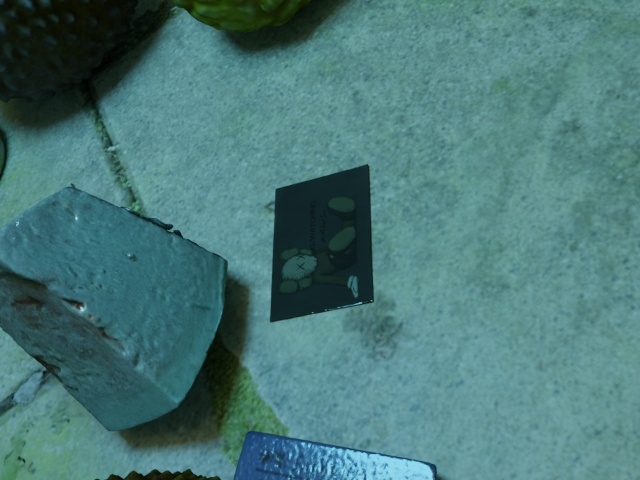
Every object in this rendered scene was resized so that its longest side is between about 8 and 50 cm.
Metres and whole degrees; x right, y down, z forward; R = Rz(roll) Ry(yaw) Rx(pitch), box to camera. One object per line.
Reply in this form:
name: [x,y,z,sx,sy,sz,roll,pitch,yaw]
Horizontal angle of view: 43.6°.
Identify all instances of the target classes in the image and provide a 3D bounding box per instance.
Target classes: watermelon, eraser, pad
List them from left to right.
watermelon: [-0.278,0.042,0.897,0.387,0.258,0.228,27,78,34]
pad: [0.000,0.000,0.940,0.127,0.004,0.190,-14,54,20]
eraser: [0.004,0.237,0.763,0.225,0.036,0.082,3,63,29]

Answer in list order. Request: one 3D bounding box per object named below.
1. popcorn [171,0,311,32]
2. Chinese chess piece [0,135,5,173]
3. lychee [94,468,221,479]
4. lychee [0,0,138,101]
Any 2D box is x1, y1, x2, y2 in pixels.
popcorn: [-0.109,-0.421,1.108,0.247,0.282,0.282,34,79,26]
Chinese chess piece: [-0.634,-0.116,1.293,0.250,0.101,0.250,-15,53,21]
lychee: [-0.125,0.310,0.647,0.267,0.267,0.267,-14,55,20]
lychee: [-0.467,-0.402,1.217,0.380,0.432,0.380,0,86,-1]
